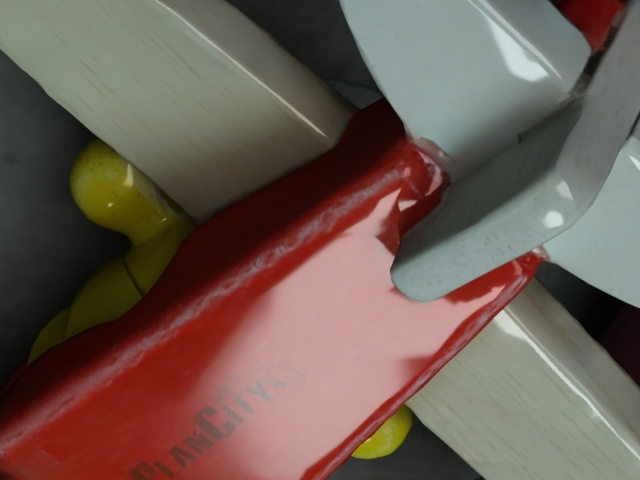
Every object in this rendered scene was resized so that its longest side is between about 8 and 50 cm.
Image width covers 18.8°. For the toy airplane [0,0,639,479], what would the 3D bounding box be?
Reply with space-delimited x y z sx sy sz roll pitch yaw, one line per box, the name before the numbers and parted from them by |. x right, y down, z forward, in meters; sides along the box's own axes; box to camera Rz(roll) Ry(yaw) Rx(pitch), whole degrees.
toy airplane | 0.000 0.000 0.743 0.384 0.272 0.386 2 119 10

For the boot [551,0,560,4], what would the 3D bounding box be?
boot | 0.115 -0.138 0.868 0.137 0.077 0.198 4 114 -27

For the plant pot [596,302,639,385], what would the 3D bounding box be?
plant pot | 0.209 0.074 0.893 0.180 0.201 0.201 -43 115 10
